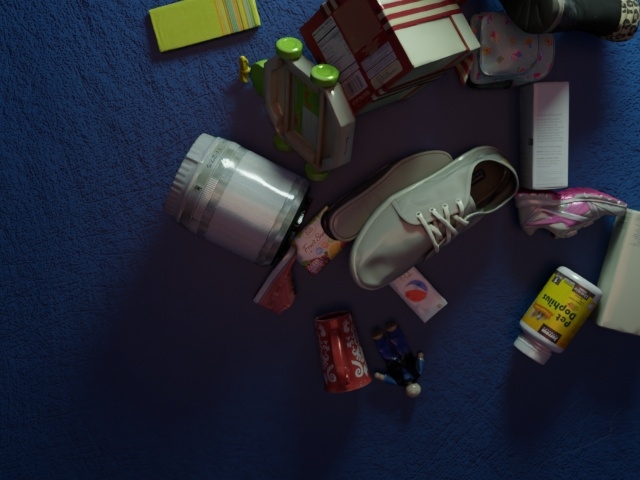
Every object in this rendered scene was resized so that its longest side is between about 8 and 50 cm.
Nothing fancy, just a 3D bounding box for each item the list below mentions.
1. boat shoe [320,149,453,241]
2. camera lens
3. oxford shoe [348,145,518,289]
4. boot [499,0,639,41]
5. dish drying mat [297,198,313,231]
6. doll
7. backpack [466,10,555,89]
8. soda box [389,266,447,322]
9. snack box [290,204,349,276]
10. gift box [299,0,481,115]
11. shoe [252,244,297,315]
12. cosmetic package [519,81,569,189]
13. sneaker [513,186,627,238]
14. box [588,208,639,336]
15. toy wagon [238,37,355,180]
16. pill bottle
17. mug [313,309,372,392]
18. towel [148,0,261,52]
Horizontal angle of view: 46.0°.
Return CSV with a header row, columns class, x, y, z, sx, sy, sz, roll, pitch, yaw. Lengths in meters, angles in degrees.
class,x,y,z,sx,sy,sz,roll,pitch,yaw
boat shoe,0.143,-0.111,1.698,0.335,0.095,0.112,-32,110,-13
camera lens,-0.174,-0.085,1.646,0.274,0.219,0.219,26,97,-3
oxford shoe,0.250,-0.050,1.636,0.449,0.130,0.169,-36,119,-9
boot,0.493,-0.565,1.597,0.284,0.377,0.138,1,141,-28
dish drying mat,-0.040,-0.058,1.742,0.008,0.032,0.083,27,97,6
doll,0.184,0.290,1.782,0.129,0.046,0.189,-29,103,-5
backpack,0.413,-0.415,1.635,0.188,0.144,0.165,-1,93,-5
soda box,0.193,0.085,1.742,0.074,0.069,0.216,-42,95,6
snack box,0.000,0.000,1.747,0.100,0.037,0.141,44,96,-4
gift box,0.153,-0.399,1.555,0.258,0.255,0.276,-28,93,-39
shoe,-0.082,0.094,1.737,0.081,0.063,0.178,31,117,-8
cosmetic package,0.493,-0.232,1.671,0.085,0.117,0.231,-4,97,0
sneaker,0.561,-0.060,1.710,0.252,0.103,0.111,1,102,7
box,0.711,0.070,1.723,0.113,0.094,0.275,14,98,-1
toy wagon,-0.055,-0.299,1.614,0.068,0.267,0.344,-27,54,-27
pill bottle,0.538,0.175,1.727,0.117,0.117,0.215,32,97,-4
mug,0.054,0.254,1.734,0.113,0.150,0.169,-14,93,-22
towel,-0.259,-0.499,1.691,0.237,0.021,0.102,-14,92,3
